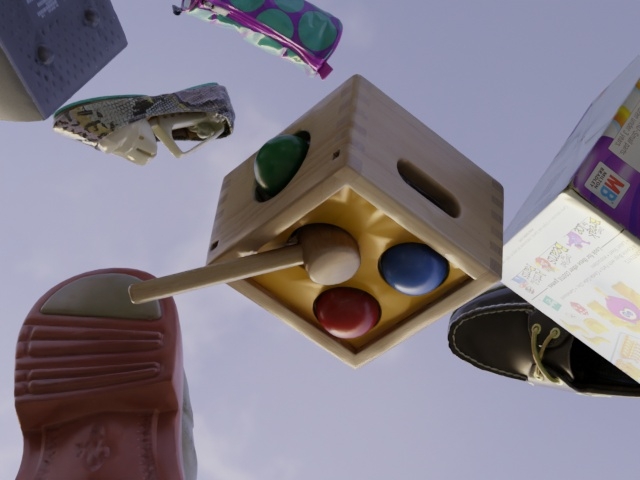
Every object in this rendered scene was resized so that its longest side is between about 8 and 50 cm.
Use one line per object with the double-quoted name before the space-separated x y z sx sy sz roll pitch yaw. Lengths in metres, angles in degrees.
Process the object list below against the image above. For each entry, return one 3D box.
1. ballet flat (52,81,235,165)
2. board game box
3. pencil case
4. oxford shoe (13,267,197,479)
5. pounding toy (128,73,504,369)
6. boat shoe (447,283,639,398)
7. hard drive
"ballet flat" -0.090 -0.061 0.790 0.041 0.114 0.041 15 -68 45
"board game box" 0.256 0.024 0.813 0.275 0.142 0.144 37 -21 0
"pencil case" -0.055 -0.206 1.332 0.151 0.070 0.064 24 -54 -22
"oxford shoe" -0.128 0.201 0.885 0.140 0.397 0.147 -3 -46 7
"pounding toy" 0.000 0.000 0.753 0.141 0.100 0.130 35 -50 -26
"boat shoe" 0.198 0.076 1.098 0.227 0.068 0.081 1 -74 22
"hard drive" -0.221 -0.209 0.930 0.054 0.172 0.255 -17 -70 21
